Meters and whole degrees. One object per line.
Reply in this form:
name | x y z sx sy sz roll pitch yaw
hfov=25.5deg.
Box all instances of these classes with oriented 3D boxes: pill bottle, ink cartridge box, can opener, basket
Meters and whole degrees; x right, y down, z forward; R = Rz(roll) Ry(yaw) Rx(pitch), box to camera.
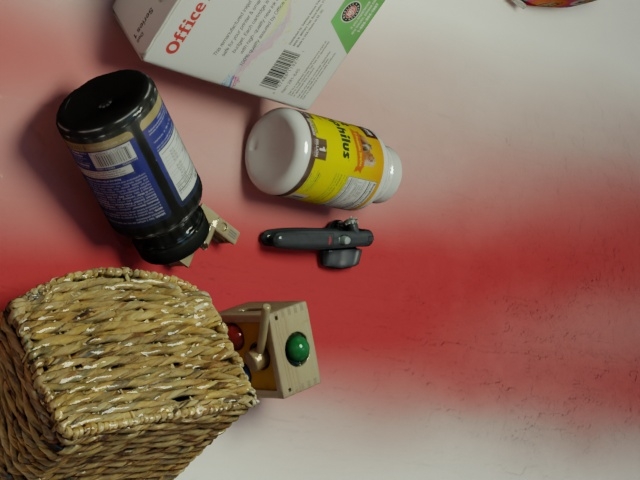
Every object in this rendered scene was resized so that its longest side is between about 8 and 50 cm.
pill bottle | -0.212 -0.081 1.663 0.123 0.123 0.219 -53 137 -34
ink cartridge box | -0.085 -0.297 1.748 0.278 0.117 0.201 12 123 -43
can opener | 0.000 0.000 1.936 0.186 0.059 0.073 5 85 -46
pill bottle | 0.010 -0.105 1.911 0.215 0.117 0.117 10 81 -46
basket | -0.268 0.171 1.625 0.299 0.223 0.213 -4 57 -46

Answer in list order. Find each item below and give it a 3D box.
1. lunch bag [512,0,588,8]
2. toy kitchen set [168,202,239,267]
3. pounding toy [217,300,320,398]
lunch bag | 0.377 -0.529 2.316 0.258 0.120 0.293 -8 94 -46
toy kitchen set | -0.139 0.006 1.784 0.075 0.068 0.083 39 61 -37
pounding toy | -0.071 0.132 1.795 0.100 0.141 0.130 -18 100 -45
